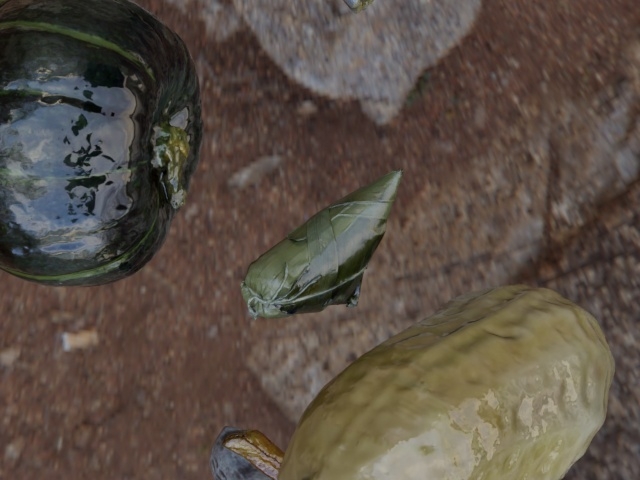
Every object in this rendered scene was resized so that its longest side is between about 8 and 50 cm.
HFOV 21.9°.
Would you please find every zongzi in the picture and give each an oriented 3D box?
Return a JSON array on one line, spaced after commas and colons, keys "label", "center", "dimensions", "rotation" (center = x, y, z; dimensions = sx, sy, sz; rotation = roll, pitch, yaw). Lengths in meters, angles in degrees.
[{"label": "zongzi", "center": [0.000, 0.000, 1.175], "dimensions": [0.055, 0.109, 0.119], "rotation": [43, 122, 27]}]

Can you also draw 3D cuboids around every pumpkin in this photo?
[{"label": "pumpkin", "center": [-0.261, -0.111, 1.750], "dimensions": [0.241, 0.323, 0.323], "rotation": [3, 116, 17]}]

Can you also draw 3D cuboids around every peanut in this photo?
[{"label": "peanut", "center": [0.086, 0.135, 1.181], "dimensions": [0.158, 0.340, 0.174], "rotation": [50, 130, 18]}]

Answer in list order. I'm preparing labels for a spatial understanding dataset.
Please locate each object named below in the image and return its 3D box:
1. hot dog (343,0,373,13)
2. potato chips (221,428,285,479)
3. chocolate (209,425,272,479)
[{"label": "hot dog", "center": [0.058, -0.207, 0.713], "dimensions": [0.081, 0.270, 0.163], "rotation": [11, 129, 31]}, {"label": "potato chips", "center": [-0.012, 0.236, 1.459], "dimensions": [0.026, 0.037, 0.204], "rotation": [-27, 113, 31]}, {"label": "chocolate", "center": [-0.076, 0.277, 1.886], "dimensions": [0.072, 0.167, 0.072], "rotation": [-17, 130, -21]}]
